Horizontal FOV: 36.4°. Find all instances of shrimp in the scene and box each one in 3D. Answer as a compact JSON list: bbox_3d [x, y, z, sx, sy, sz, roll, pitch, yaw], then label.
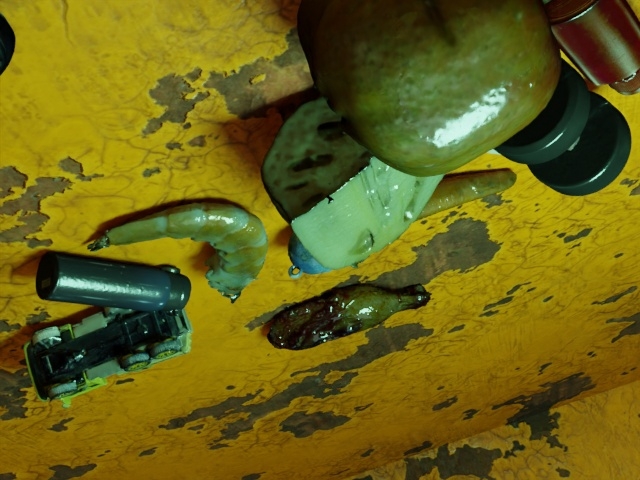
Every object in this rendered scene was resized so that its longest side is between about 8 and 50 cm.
[{"bbox_3d":[-0.181,0.007,1.468,0.287,0.068,0.185,14,138,-43],"label":"shrimp"}]

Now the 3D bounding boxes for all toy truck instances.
[{"bbox_3d":[-0.344,0.180,1.643,0.272,0.124,0.157,-22,163,2],"label":"toy truck"}]

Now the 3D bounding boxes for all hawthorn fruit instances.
[{"bbox_3d":[0.133,-0.220,1.033,0.301,0.267,0.268,-29,152,1],"label":"hawthorn fruit"}]

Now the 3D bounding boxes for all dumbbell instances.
[{"bbox_3d":[0.328,-0.160,1.364,0.152,0.152,0.218,-32,149,26],"label":"dumbbell"}]

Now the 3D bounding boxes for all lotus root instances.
[{"bbox_3d":[0.060,-0.099,1.339,0.267,0.149,0.260,-36,157,-3],"label":"lotus root"}]

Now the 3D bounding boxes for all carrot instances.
[{"bbox_3d":[0.227,-0.081,1.569,0.210,0.061,0.061,-15,153,-16],"label":"carrot"}]

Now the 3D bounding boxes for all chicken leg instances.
[{"bbox_3d":[0.054,0.147,1.874,0.322,0.083,0.177,-22,162,12],"label":"chicken leg"}]

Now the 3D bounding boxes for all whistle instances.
[{"bbox_3d":[0.000,0.000,1.569,0.158,0.090,0.090,-52,159,-18],"label":"whistle"}]

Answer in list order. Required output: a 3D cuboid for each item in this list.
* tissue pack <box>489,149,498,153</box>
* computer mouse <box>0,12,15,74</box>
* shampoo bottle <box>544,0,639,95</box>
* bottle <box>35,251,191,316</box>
[{"bbox_3d":[0.289,-0.154,1.493,0.108,0.023,0.056,5,145,-37],"label":"tissue pack"},{"bbox_3d":[-0.413,-0.178,0.957,0.233,0.096,0.137,-28,156,11],"label":"computer mouse"},{"bbox_3d":[0.375,-0.267,1.288,0.102,0.064,0.260,-31,150,24],"label":"shampoo bottle"},{"bbox_3d":[-0.312,0.066,1.497,0.244,0.082,0.072,13,166,-41],"label":"bottle"}]
